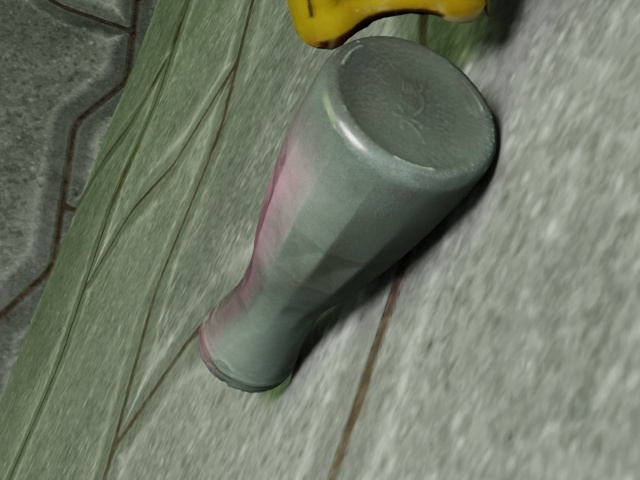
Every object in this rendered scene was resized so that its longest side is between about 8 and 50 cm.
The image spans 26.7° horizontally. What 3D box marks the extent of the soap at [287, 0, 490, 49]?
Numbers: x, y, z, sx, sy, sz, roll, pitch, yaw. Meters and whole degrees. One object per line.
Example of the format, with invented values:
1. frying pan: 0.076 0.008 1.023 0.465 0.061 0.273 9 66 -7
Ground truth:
1. soap: -0.002 -0.265 0.580 0.204 0.096 0.324 -104 1 -46

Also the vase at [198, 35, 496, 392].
1. vase: 0.000 0.000 0.665 0.214 0.086 0.086 125 164 -47
